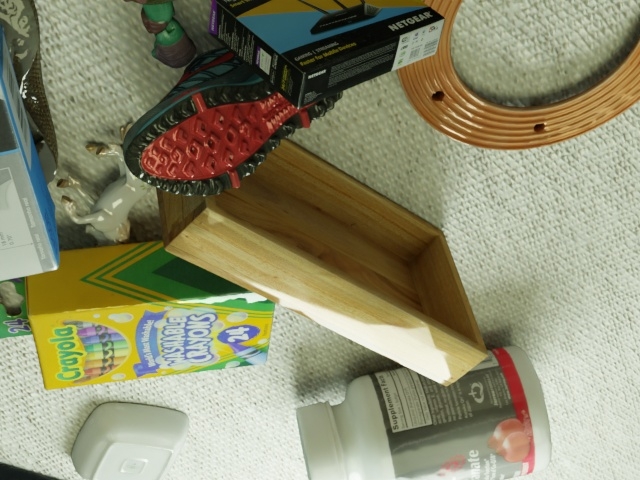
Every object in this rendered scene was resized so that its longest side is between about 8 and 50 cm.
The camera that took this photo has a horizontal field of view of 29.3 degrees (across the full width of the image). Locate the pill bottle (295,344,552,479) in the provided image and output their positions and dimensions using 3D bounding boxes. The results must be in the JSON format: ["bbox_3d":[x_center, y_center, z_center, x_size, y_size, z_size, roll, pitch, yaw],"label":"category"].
[{"bbox_3d":[0.134,0.255,1.642,0.319,0.176,0.176,-11,136,-4],"label":"pill bottle"}]

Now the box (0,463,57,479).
[{"bbox_3d":[-0.553,0.483,1.652,0.294,0.212,0.395,25,123,-34],"label":"box"}]

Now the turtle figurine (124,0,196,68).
[{"bbox_3d":[-0.157,-0.260,1.098,0.175,0.118,0.234,-21,144,14],"label":"turtle figurine"}]

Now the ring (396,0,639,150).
[{"bbox_3d":[0.240,-0.232,1.292,0.337,0.032,0.336,-7,135,-7],"label":"ring"}]

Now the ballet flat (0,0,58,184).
[{"bbox_3d":[-0.304,-0.161,1.200,0.084,0.058,0.249,-9,131,-4],"label":"ballet flat"}]

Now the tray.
[{"bbox_3d":[0.000,0.000,1.331,0.411,0.202,0.076,28,122,-35],"label":"tray"}]

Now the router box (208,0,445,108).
[{"bbox_3d":[0.006,-0.199,1.136,0.179,0.133,0.046,-27,145,-34],"label":"router box"}]

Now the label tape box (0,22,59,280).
[{"bbox_3d":[-0.437,-0.055,1.145,0.334,0.106,0.240,-11,133,-5],"label":"label tape box"}]

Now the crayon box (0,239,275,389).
[{"bbox_3d":[-0.219,0.086,1.409,0.323,0.083,0.203,-5,151,-9],"label":"crayon box"}]

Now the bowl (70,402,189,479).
[{"bbox_3d":[-0.256,0.285,1.652,0.142,0.053,0.142,13,128,-24],"label":"bowl"}]

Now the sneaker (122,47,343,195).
[{"bbox_3d":[-0.094,-0.126,1.184,0.262,0.125,0.104,-33,123,-33],"label":"sneaker"}]

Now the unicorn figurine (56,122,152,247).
[{"bbox_3d":[-0.229,-0.045,1.324,0.162,0.060,0.111,-38,133,21],"label":"unicorn figurine"}]
